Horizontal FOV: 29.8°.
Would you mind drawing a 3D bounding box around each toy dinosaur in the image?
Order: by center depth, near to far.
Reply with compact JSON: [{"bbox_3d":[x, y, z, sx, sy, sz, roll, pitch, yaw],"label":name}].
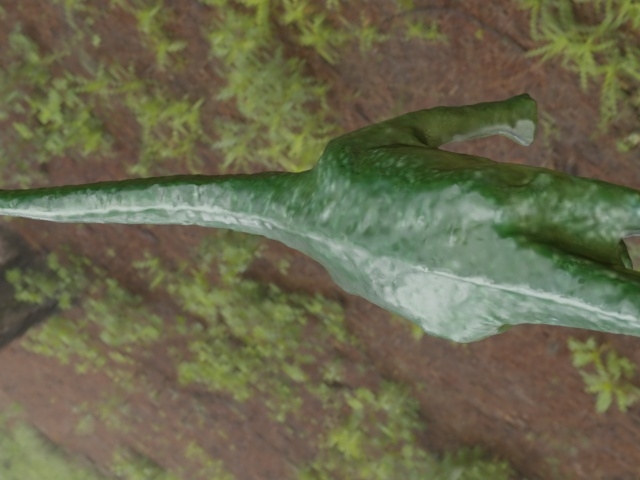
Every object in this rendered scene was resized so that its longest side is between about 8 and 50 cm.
[{"bbox_3d":[0.000,0.000,0.533,0.447,0.301,0.087,-144,49,-62],"label":"toy dinosaur"}]
